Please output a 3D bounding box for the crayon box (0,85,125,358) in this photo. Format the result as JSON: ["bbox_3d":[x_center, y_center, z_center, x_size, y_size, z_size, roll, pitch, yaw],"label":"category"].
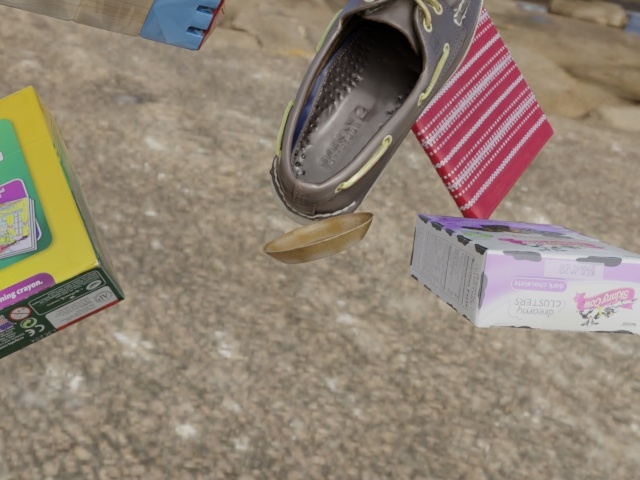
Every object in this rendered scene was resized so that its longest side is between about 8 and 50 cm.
[{"bbox_3d":[-0.473,0.011,1.221,0.363,0.106,0.313,-25,58,-5],"label":"crayon box"}]

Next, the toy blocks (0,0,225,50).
[{"bbox_3d":[-0.090,-0.278,0.617,0.261,0.381,0.190,7,36,-39],"label":"toy blocks"}]

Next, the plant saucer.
[{"bbox_3d":[0.000,0.000,0.685,0.084,0.015,0.083,-17,10,3],"label":"plant saucer"}]

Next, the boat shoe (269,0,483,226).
[{"bbox_3d":[0.058,-0.163,0.828,0.117,0.324,0.096,30,-10,5],"label":"boat shoe"}]

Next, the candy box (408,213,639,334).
[{"bbox_3d":[0.192,0.028,0.905,0.165,0.070,0.196,4,9,-13],"label":"candy box"}]

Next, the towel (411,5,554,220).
[{"bbox_3d":[0.160,-0.172,1.109,0.031,0.274,0.199,-9,31,50],"label":"towel"}]
